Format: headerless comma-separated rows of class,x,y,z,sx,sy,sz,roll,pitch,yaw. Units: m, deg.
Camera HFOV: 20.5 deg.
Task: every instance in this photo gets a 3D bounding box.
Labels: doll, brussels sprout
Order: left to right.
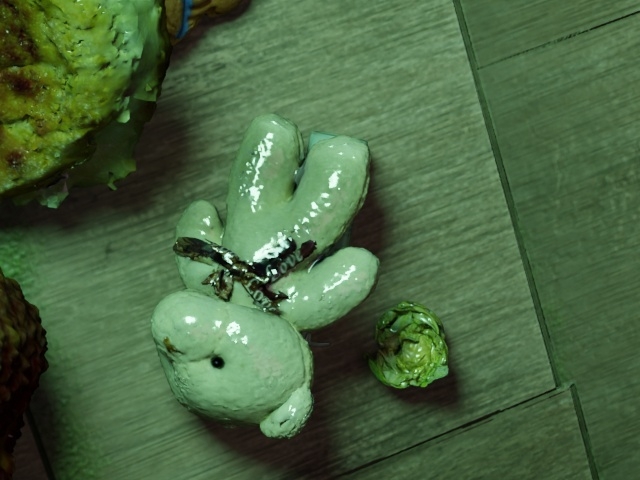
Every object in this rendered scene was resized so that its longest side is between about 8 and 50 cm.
doll,-0.058,0.025,1.539,0.149,0.175,0.278,21,85,-37
brussels sprout,0.085,0.098,1.658,0.085,0.058,0.085,0,91,14

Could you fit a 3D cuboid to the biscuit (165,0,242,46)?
biscuit,-0.092,-0.253,1.505,0.280,0.043,0.183,-24,143,-29

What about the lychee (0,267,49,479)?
lychee,-0.361,0.120,1.424,0.271,0.271,0.271,-3,100,-18

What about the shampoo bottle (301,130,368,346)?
shampoo bottle,0.000,0.000,1.610,0.056,0.056,0.195,9,96,-20

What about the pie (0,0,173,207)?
pie,-0.278,-0.161,1.401,0.355,0.103,0.288,35,130,-18
